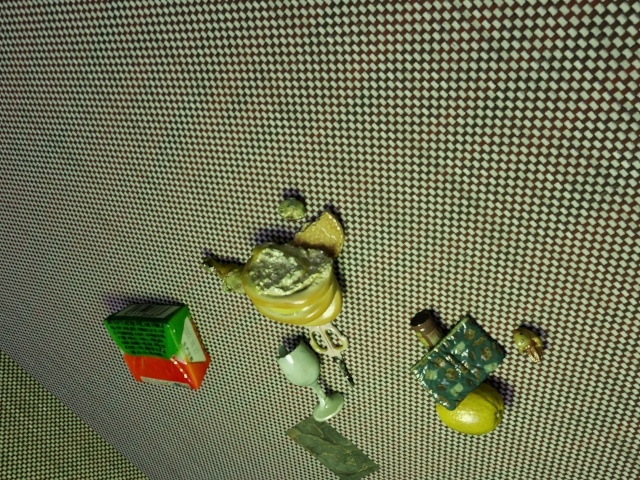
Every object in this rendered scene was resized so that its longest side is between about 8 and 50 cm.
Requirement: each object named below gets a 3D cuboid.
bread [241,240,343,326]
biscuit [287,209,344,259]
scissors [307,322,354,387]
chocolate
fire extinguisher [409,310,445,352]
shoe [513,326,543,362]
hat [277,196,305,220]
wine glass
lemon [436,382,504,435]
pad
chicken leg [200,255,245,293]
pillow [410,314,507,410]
[{"bbox_3d":[-0.095,0.163,1.591,0.315,0.211,0.270,12,140,23],"label":"bread"},{"bbox_3d":[0.000,-0.001,1.567,0.144,0.033,0.224,41,132,-7],"label":"biscuit"},{"bbox_3d":[0.055,0.415,1.807,0.160,0.024,0.318,-15,112,31],"label":"scissors"},{"bbox_3d":[-0.662,0.427,2.068,0.360,0.161,0.342,-2,119,27],"label":"chocolate"},{"bbox_3d":[0.386,0.336,1.566,0.106,0.075,0.252,-21,109,44],"label":"fire extinguisher"},{"bbox_3d":[0.607,0.300,1.448,0.072,0.069,0.109,-18,116,26],"label":"shoe"},{"bbox_3d":[-0.085,-0.101,1.531,0.077,0.059,0.076,-4,152,38],"label":"hat"},{"bbox_3d":[-0.040,0.508,1.840,0.143,0.143,0.321,-18,110,33],"label":"wine glass"},{"bbox_3d":[0.475,0.529,1.591,0.207,0.170,0.170,-1,119,33],"label":"lemon"},{"bbox_3d":[0.047,0.889,2.119,0.367,0.007,0.247,41,128,-3],"label":"pad"},{"bbox_3d":[-0.327,0.126,1.769,0.227,0.088,0.103,18,139,10],"label":"chicken leg"},{"bbox_3d":[0.420,0.376,1.523,0.255,0.034,0.189,-45,94,0],"label":"pillow"}]
